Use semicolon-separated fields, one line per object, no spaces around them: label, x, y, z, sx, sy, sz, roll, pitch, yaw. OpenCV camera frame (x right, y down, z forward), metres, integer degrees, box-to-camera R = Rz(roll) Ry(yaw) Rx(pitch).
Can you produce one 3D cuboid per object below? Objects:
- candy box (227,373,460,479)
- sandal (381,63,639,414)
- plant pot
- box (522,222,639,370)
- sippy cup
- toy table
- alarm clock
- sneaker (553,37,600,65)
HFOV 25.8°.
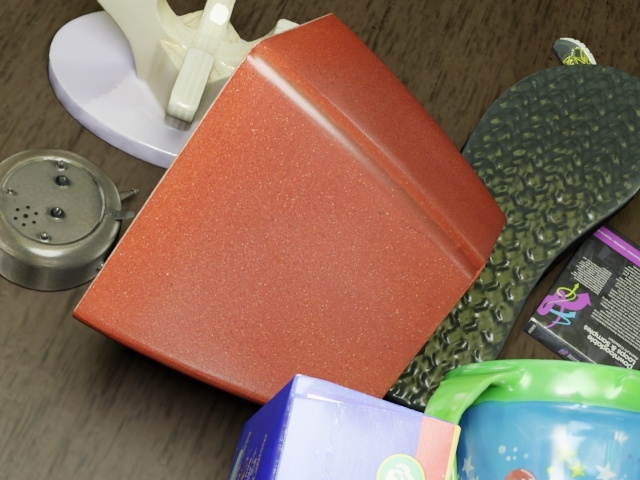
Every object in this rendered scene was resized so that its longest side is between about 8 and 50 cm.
candy box;-0.017;0.252;0.972;0.122;0.317;0.268;15;76;-5
sandal;0.176;-0.009;1.385;0.167;0.107;0.446;39;68;7
plant pot;0.000;0.000;1.150;0.236;0.267;0.267;38;19;3
box;0.289;0.065;1.406;0.116;0.029;0.162;36;54;7
sippy cup;0.203;0.234;1.158;0.305;0.240;0.224;10;72;-5
toy table;-0.119;-0.179;1.349;0.274;0.161;0.252;10;57;-13
alarm clock;-0.266;-0.026;1.268;0.192;0.064;0.129;9;57;-8
sneaker;0.291;-0.194;1.566;0.083;0.031;0.035;44;57;12
